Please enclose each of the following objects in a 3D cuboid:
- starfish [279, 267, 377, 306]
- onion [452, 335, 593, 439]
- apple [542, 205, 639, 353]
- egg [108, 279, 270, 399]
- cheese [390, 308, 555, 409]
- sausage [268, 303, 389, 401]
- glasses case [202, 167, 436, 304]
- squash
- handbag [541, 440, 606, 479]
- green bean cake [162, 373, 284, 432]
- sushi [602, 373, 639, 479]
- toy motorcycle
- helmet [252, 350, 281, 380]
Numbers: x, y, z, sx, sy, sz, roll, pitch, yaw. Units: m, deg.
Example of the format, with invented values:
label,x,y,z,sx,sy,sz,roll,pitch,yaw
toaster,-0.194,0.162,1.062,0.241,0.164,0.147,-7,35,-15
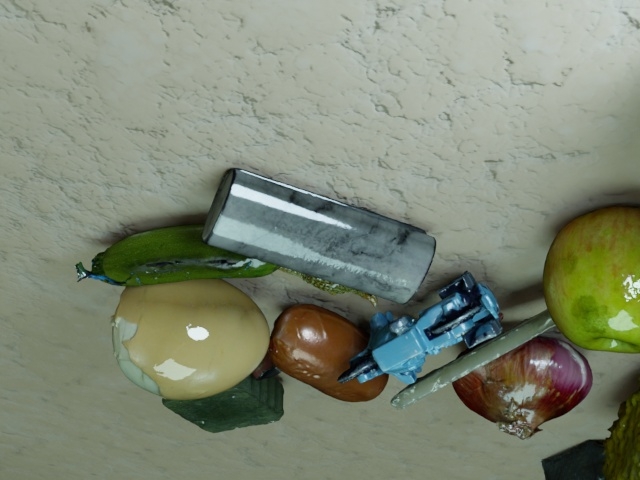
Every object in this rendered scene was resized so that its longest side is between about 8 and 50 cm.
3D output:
label,x,y,z,sx,sy,sz,roll,pitch,yaw
starfish,-0.007,0.040,1.385,0.176,0.053,0.208,5,145,23
onion,0.334,0.248,1.555,0.230,0.163,0.230,-3,149,-2
apple,0.381,0.054,1.199,0.196,0.196,0.196,5,150,3
egg,-0.198,0.143,1.439,0.244,0.201,0.201,2,151,-11
cheese,0.269,0.161,1.432,0.400,0.034,0.085,-36,172,31
sausage,0.020,0.186,1.544,0.133,0.133,0.258,-20,139,37
glasses case,0.000,0.000,1.255,0.299,0.060,0.114,18,111,-19
squash,-0.203,0.021,1.340,0.331,0.087,0.087,-6,148,20
handbag,0.596,0.500,2.027,0.175,0.088,0.270,8,150,-20
green bean cake,-0.178,0.288,1.783,0.185,0.094,0.183,-9,146,24
sushi,0.670,0.404,1.588,0.351,0.240,0.396,8,129,0
toy motorcycle,0.157,0.142,1.429,0.272,0.123,0.182,-31,175,30
helmet,-0.096,0.216,1.690,0.065,0.049,0.084,-40,164,12
